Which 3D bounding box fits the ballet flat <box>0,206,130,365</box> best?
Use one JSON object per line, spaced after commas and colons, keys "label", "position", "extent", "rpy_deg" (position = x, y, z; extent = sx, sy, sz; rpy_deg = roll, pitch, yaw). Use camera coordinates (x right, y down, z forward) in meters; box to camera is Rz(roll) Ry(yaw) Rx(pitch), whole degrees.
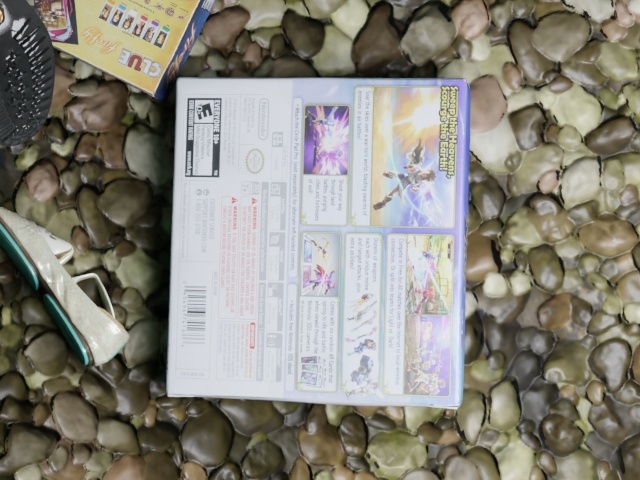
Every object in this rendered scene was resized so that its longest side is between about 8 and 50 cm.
{"label": "ballet flat", "position": [-0.225, 0.032, 1.300], "extent": [0.052, 0.057, 0.168], "rpy_deg": [-33, 86, -21]}

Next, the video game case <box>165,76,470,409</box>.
{"label": "video game case", "position": [0.000, 0.000, 1.252], "extent": [0.244, 0.061, 0.269], "rpy_deg": [1, 88, 11]}

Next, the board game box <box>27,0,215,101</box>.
{"label": "board game box", "position": [-0.209, -0.246, 1.306], "extent": [0.243, 0.042, 0.165], "rpy_deg": [27, 92, 9]}

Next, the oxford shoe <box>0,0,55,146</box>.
{"label": "oxford shoe", "position": [-0.286, -0.183, 1.266], "extent": [0.083, 0.227, 0.096], "rpy_deg": [-31, 42, -25]}
